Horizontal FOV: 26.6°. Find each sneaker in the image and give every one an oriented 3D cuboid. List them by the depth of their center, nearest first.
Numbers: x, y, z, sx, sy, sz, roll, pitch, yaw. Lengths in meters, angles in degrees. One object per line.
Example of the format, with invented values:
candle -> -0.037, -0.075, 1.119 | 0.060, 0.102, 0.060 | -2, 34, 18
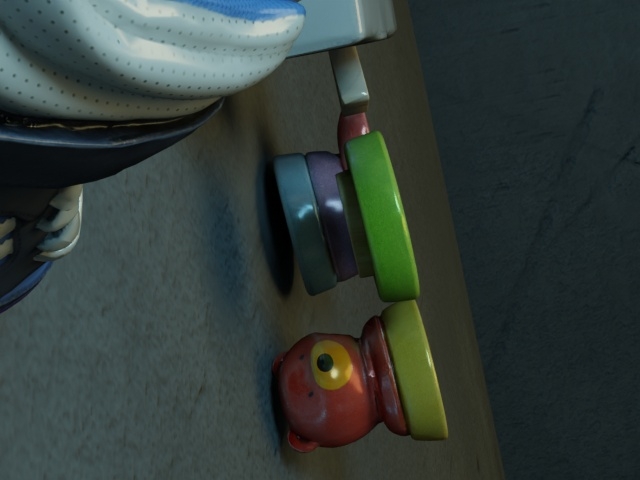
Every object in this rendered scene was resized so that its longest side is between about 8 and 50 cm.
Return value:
sneaker -> -0.084, -0.051, 0.450 | 0.323, 0.236, 0.130 | 45, 38, -70

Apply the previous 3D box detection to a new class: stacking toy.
stacking toy -> 0.000, 0.000, 1.118 | 0.279, 0.130, 0.309 | 75, 1, -48

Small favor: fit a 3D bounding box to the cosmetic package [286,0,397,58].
cosmetic package -> -0.070, -0.349, 0.936 | 0.230, 0.161, 0.453 | -46, 126, -77
